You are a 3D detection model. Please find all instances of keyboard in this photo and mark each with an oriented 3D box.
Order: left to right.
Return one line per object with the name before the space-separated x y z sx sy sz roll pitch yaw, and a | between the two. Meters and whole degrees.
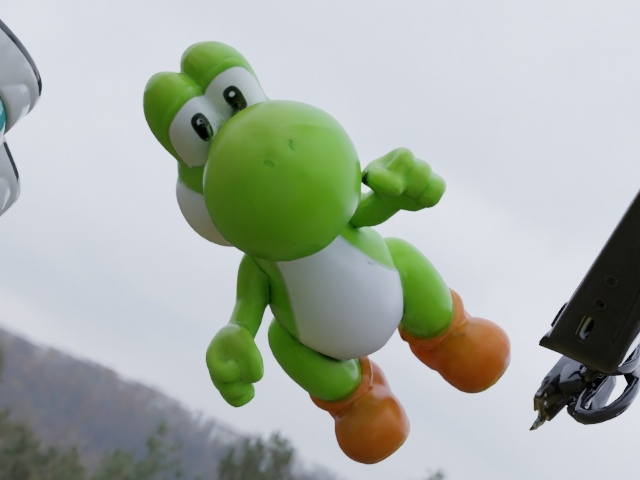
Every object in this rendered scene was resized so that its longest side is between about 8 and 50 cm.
keyboard | 0.157 -0.038 0.549 0.033 0.317 0.201 37 -52 14

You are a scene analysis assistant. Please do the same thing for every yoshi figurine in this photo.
yoshi figurine | 0.003 0.017 1.178 0.203 0.203 0.362 -9 -48 36

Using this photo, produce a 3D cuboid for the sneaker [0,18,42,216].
sneaker | -0.250 -0.016 0.876 0.124 0.178 0.295 43 -21 0
